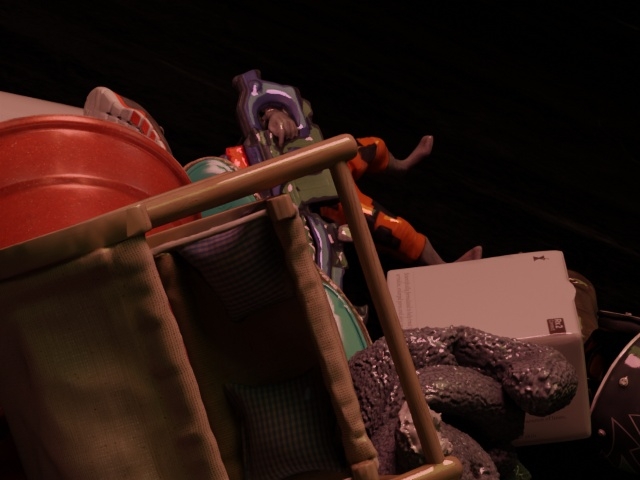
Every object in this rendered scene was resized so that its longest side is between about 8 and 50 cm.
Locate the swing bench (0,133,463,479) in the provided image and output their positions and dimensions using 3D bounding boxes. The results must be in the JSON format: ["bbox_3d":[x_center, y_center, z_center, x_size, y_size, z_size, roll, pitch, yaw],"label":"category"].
[{"bbox_3d":[-0.077,0.091,1.227,0.254,0.253,0.165,-22,5,-36],"label":"swing bench"}]

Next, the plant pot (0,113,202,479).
[{"bbox_3d":[-0.200,0.086,1.437,0.272,0.272,0.265,11,35,-26],"label":"plant pot"}]

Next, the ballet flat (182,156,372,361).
[{"bbox_3d":[-0.040,0.060,1.763,0.107,0.106,0.316,-26,75,-15],"label":"ballet flat"}]

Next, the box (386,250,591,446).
[{"bbox_3d":[0.161,0.107,1.771,0.182,0.119,0.181,-7,25,4],"label":"box"}]

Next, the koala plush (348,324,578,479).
[{"bbox_3d":[0.090,0.189,1.560,0.203,0.196,0.221,20,27,8],"label":"koala plush"}]

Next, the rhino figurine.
[{"bbox_3d":[0.265,0.100,2.013,0.106,0.073,0.243,17,26,-6],"label":"rhino figurine"}]

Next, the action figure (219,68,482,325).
[{"bbox_3d":[0.000,0.000,1.955,0.330,0.178,0.341,3,58,-25],"label":"action figure"}]

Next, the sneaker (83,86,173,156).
[{"bbox_3d":[-0.173,-0.104,1.802,0.065,0.061,0.158,10,28,-42],"label":"sneaker"}]

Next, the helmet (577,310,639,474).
[{"bbox_3d":[0.323,0.158,1.837,0.169,0.169,0.161,9,10,-29],"label":"helmet"}]

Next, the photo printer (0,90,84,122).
[{"bbox_3d":[-0.291,-0.052,1.793,0.307,0.107,0.256,11,27,-25],"label":"photo printer"}]
